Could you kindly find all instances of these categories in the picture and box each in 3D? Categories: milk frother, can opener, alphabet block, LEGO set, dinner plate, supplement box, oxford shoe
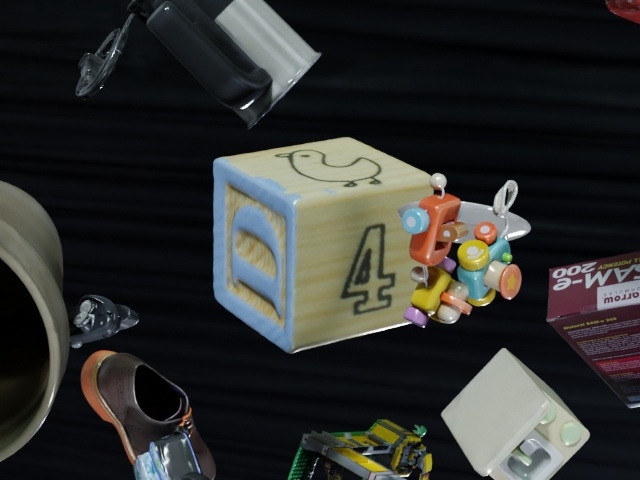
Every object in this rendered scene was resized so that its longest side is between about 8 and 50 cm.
[{"bbox_3d":[-0.101,-0.136,1.071,0.135,0.143,0.129,45,41,-6],"label":"milk frother"},{"bbox_3d":[-0.315,0.110,1.694,0.073,0.186,0.059,45,41,-45],"label":"can opener"},{"bbox_3d":[0.000,0.000,1.643,0.197,0.192,0.193,-12,117,-32],"label":"alphabet block"},{"bbox_3d":[0.068,0.407,1.846,0.255,0.192,0.331,23,92,-53],"label":"LEGO set"},{"bbox_3d":[0.150,-0.015,1.442,0.141,0.141,0.017,40,57,-67],"label":"dinner plate"},{"bbox_3d":[0.368,0.105,1.571,0.239,0.130,0.073,43,44,-44],"label":"supplement box"},{"bbox_3d":[-0.209,0.252,1.831,0.271,0.098,0.097,52,50,-36],"label":"oxford shoe"}]

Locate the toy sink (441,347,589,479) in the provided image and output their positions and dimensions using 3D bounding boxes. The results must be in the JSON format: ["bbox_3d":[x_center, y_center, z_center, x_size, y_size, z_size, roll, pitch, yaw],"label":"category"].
[{"bbox_3d":[0.306,0.293,2.099,0.153,0.131,0.234,-48,-163,4],"label":"toy sink"}]

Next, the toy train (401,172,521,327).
[{"bbox_3d":[0.118,0.008,1.060,0.166,0.046,0.125,-11,120,-53],"label":"toy train"}]

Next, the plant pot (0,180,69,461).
[{"bbox_3d":[-0.423,0.064,1.579,0.280,0.323,0.323,-78,167,-68],"label":"plant pot"}]

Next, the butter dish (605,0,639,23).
[{"bbox_3d":[0.291,-0.253,1.209,0.160,0.118,0.160,-109,-154,-80],"label":"butter dish"}]

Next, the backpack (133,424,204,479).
[{"bbox_3d":[-0.195,0.311,1.777,0.114,0.084,0.105,106,-40,-66],"label":"backpack"}]

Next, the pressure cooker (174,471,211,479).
[{"bbox_3d":[-0.017,0.375,0.934,0.420,0.375,0.370,-21,113,-60],"label":"pressure cooker"}]
